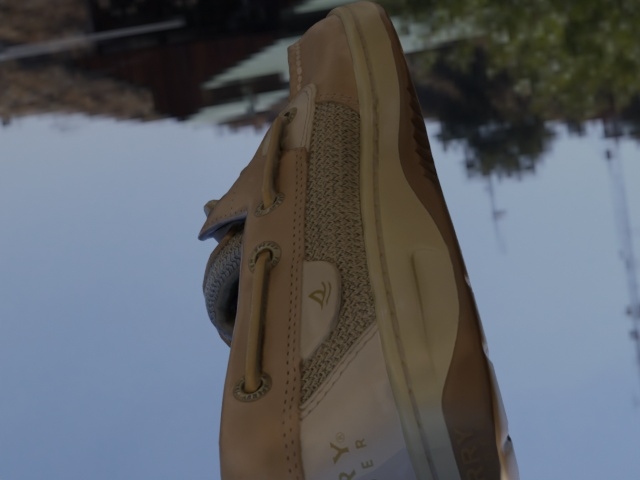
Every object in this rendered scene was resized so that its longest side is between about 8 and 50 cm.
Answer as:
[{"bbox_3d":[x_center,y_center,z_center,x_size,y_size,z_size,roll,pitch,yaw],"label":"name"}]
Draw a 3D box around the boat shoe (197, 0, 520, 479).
[{"bbox_3d":[0.000,0.000,0.602,0.098,0.109,0.302,-16,-148,4],"label":"boat shoe"}]
